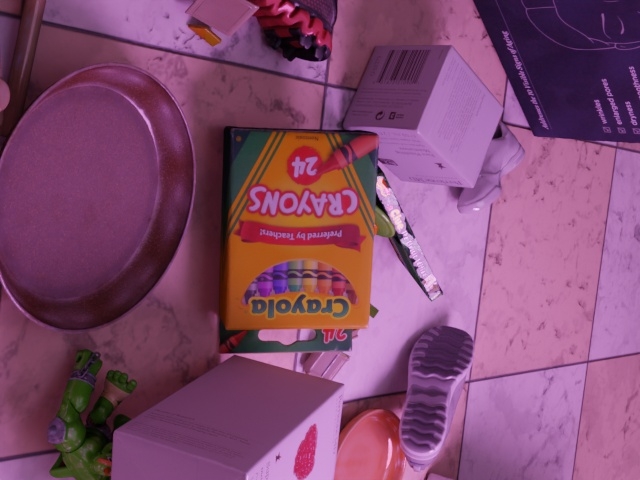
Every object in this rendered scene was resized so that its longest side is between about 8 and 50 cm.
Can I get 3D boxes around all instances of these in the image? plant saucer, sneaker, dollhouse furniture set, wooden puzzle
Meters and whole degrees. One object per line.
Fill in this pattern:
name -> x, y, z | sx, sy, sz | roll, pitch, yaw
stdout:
plant saucer -> -0.261, -0.049, 1.063 | 0.310, 0.050, 0.311 | -29, 126, -50
sneaker -> -0.065, -0.350, 1.218 | 0.276, 0.097, 0.135 | 33, 74, -48
dollhouse furniture set -> 0.021, 0.149, 1.465 | 0.152, 0.058, 0.076 | -53, 142, -1
plant saucer -> 0.071, 0.375, 1.554 | 0.200, 0.037, 0.200 | -12, 106, -45
sneaker -> 0.190, 0.269, 1.619 | 0.115, 0.105, 0.281 | 92, 21, -49
wooden puzzle -> -0.124, -0.290, 1.166 | 0.078, 0.116, 0.014 | 25, 52, -37
sneaker -> 0.291, -0.135, 1.680 | 0.212, 0.080, 0.094 | -52, 120, -37

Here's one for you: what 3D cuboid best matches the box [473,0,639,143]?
box -> 0.552, -0.424, 1.600 | 0.297, 0.471, 0.480 | -57, 133, -25

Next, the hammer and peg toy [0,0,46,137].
hammer and peg toy -> -0.374, -0.222, 0.879 | 0.361, 0.127, 0.266 | -10, 105, -46

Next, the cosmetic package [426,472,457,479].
cosmetic package -> 0.374, 0.668, 1.726 | 0.393, 0.329, 0.328 | 34, 72, -45

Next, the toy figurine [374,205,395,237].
toy figurine -> 0.000, 0.000, 1.358 | 0.173, 0.130, 0.159 | 45, 74, -31

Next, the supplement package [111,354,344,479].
supplement package -> -0.107, 0.282, 1.162 | 0.293, 0.175, 0.178 | -27, 126, -64

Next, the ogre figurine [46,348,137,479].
ogre figurine -> -0.263, 0.243, 1.126 | 0.118, 0.096, 0.197 | -58, 152, -47

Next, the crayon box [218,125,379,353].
crayon box -> -0.032, 0.008, 1.266 | 0.202, 0.081, 0.319 | 0, 99, -13

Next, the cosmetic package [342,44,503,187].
cosmetic package -> 0.163, -0.193, 1.458 | 0.183, 0.151, 0.152 | 37, 71, -44

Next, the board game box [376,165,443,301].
board game box -> 0.112, -0.032, 1.454 | 0.030, 0.136, 0.260 | -32, 126, -3
